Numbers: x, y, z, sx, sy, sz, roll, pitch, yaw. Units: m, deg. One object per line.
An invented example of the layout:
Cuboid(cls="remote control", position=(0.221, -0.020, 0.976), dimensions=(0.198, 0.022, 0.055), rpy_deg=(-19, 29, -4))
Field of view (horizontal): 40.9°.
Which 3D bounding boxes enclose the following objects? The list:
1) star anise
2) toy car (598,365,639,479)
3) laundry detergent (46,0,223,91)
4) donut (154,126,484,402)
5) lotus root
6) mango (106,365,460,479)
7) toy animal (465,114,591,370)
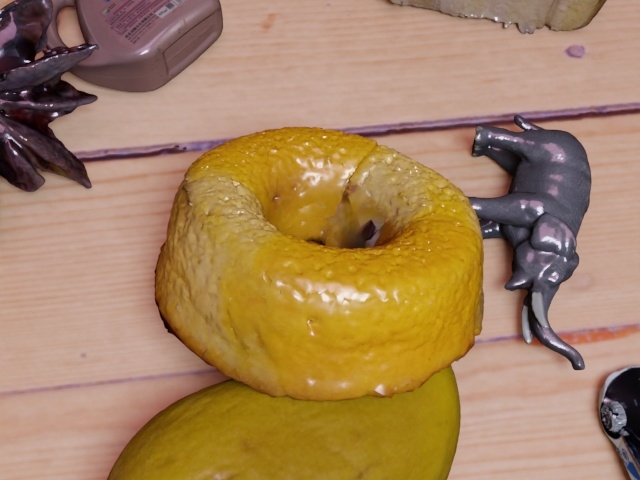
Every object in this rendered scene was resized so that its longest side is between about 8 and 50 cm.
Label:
Cuboid(cls="star anise", position=(-0.333, -0.119, 0.852), dimensions=(0.212, 0.129, 0.282), rpy_deg=(20, 72, 15))
Cuboid(cls="toy car", position=(0.309, 0.195, 0.736), dimensions=(0.095, 0.056, 0.205), rpy_deg=(-8, 42, -8))
Cuboid(cls="laundry detergent", position=(-0.243, -0.265, 0.950), dimensions=(0.237, 0.076, 0.171), rpy_deg=(37, 68, 16))
Cuboid(cls="donut", position=(0.000, 0.000, 0.743), dimensions=(0.303, 0.110, 0.303), rpy_deg=(3, 36, -2))
Cuboid(cls="lotus root", position=(0.212, -0.327, 1.001), dimensions=(0.261, 0.074, 0.170), rpy_deg=(13, 63, 6))
Cuboid(cls="mango", position=(-0.019, 0.194, 0.687), dimensions=(0.332, 0.142, 0.195), rpy_deg=(-18, 66, -19))
Cuboid(cls="toy animal", position=(0.192, -0.012, 0.833), dimensions=(0.137, 0.082, 0.269), rpy_deg=(9, 62, 3))
